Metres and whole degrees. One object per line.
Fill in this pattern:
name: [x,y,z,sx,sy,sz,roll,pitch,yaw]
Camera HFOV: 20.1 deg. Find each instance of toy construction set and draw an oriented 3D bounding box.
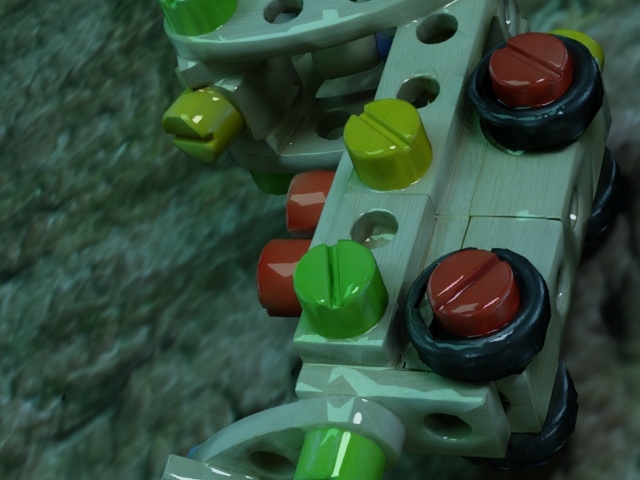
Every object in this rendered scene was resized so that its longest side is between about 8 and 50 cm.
toy construction set: [0.000,0.000,0.688,0.215,0.151,0.327,2,66,22]
